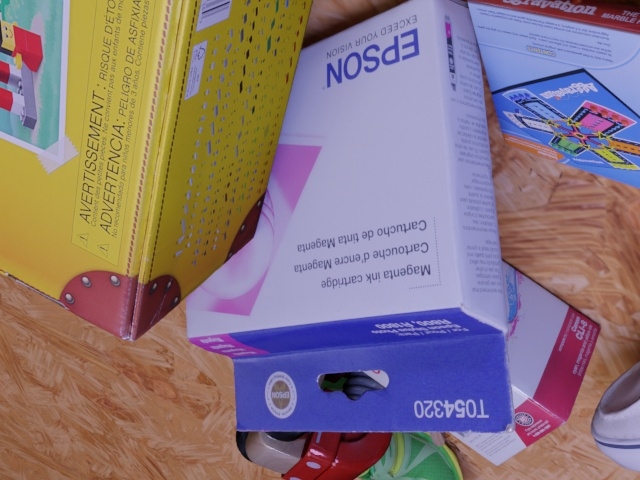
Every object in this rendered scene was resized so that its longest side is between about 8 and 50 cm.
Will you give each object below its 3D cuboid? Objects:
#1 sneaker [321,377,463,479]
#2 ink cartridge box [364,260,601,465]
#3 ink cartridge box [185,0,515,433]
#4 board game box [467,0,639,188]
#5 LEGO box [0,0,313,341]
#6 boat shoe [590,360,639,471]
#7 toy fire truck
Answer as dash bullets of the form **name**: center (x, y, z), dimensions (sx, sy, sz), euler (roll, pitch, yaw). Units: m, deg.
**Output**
- **sneaker**: center (0.065, 0.262, 1.076), dimensions (0.295, 0.123, 0.109), euler (47, 141, -15)
- **ink cartridge box**: center (0.152, 0.104, 0.839), dimensions (0.176, 0.127, 0.128), euler (35, 143, 1)
- **ink cartridge box**: center (0.000, 0.000, 0.733), dimensions (0.071, 0.330, 0.324), euler (7, 166, -45)
- **board game box**: center (0.229, -0.088, 0.575), dimensions (0.281, 0.027, 0.145), euler (27, 153, 43)
- **LEGO box**: center (-0.196, -0.237, 0.582), dimensions (0.372, 0.193, 0.500), euler (26, 124, 14)
- **boat shoe**: center (0.310, 0.058, 0.666), dimensions (0.156, 0.136, 0.367), euler (38, 140, -3)
- **toy fire truck**: center (0.051, 0.179, 0.945), dimensions (0.246, 0.217, 0.158), euler (23, 144, -7)
